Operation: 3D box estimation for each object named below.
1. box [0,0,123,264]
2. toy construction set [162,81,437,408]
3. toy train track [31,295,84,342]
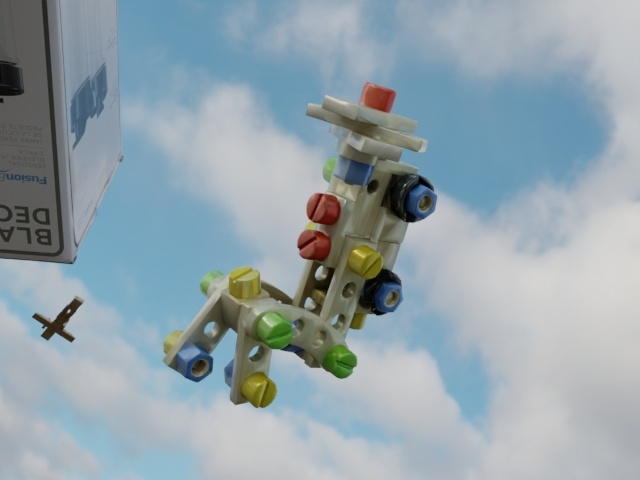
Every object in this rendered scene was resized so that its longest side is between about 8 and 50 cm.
[{"bbox_3d":[-0.175,-0.151,0.477,0.087,0.169,0.290,3,-60,-4],"label":"box"},{"bbox_3d":[0.000,0.000,0.773,0.215,0.151,0.327,8,-61,-40],"label":"toy construction set"},{"bbox_3d":[-0.260,0.076,0.832,0.048,0.014,0.083,37,-51,-16],"label":"toy train track"}]
